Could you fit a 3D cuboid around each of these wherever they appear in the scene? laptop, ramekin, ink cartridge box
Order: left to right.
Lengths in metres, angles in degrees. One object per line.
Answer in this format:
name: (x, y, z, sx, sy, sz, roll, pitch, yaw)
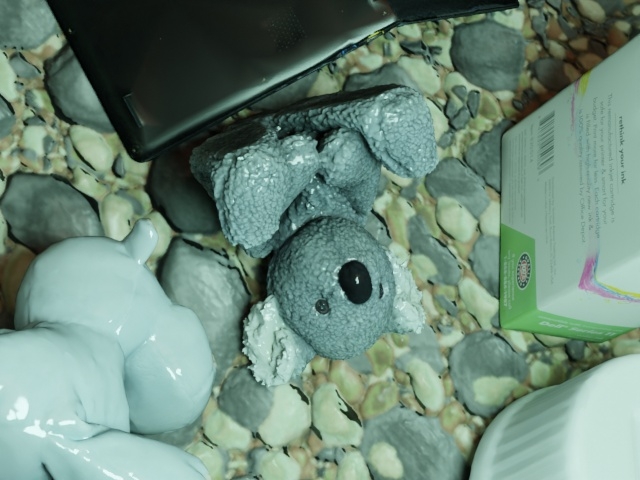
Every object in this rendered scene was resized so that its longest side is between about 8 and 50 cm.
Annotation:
laptop: (-0.066, -0.317, 1.314, 0.407, 0.236, 0.382, -29, 84, -1)
ramekin: (0.276, 0.230, 1.180, 0.277, 0.135, 0.277, 14, 56, -22)
ink cartridge box: (0.291, -0.055, 1.188, 0.119, 0.353, 0.207, 11, 68, -20)

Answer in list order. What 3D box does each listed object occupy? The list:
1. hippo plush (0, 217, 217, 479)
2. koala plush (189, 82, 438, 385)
hippo plush: (-0.204, 0.114, 1.027, 0.294, 0.234, 0.237, 46, 29, -19)
koala plush: (0.000, 0.000, 1.164, 0.196, 0.203, 0.221, -23, 104, -20)
